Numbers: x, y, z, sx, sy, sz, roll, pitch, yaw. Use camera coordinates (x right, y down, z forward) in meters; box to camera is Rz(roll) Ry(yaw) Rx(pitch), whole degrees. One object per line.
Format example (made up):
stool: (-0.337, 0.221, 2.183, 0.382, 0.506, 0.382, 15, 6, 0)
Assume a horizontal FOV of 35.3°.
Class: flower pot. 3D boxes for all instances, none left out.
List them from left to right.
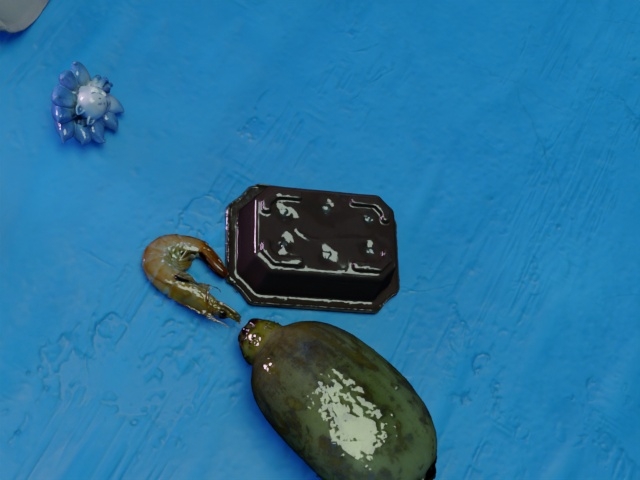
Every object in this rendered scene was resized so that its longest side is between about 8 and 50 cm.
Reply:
flower pot: (0.000, 0.000, 1.373, 0.251, 0.084, 0.179, 5, 69, -15)

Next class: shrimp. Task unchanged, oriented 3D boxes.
shrimp: (-0.162, 0.051, 1.337, 0.162, 0.045, 0.095, 34, 43, 4)

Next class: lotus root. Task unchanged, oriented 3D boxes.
lotus root: (0.015, 0.208, 1.264, 0.309, 0.173, 0.173, 43, 64, 10)

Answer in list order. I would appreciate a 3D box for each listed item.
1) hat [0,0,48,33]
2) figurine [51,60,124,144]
hat: (-0.488, -0.395, 1.387, 0.226, 0.164, 0.219, 49, 56, -39)
figurine: (-0.319, -0.174, 1.346, 0.114, 0.079, 0.114, 0, 90, -58)
